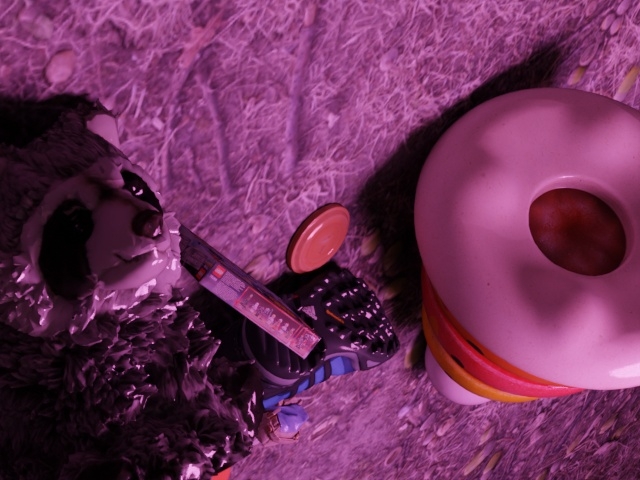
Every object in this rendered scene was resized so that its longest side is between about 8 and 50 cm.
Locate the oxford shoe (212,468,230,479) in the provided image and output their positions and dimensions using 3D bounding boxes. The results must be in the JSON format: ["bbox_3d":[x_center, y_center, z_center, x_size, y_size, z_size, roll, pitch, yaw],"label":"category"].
[{"bbox_3d":[-0.179,0.207,1.444,0.271,0.097,0.098,-15,122,-59],"label":"oxford shoe"}]

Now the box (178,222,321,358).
[{"bbox_3d":[-0.070,0.045,1.326,0.137,0.094,0.027,39,90,-33],"label":"box"}]

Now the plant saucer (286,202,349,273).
[{"bbox_3d":[0.000,0.000,1.523,0.083,0.013,0.083,-36,150,-25],"label":"plant saucer"}]

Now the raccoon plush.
[{"bbox_3d":[-0.256,0.096,1.158,0.446,0.299,0.216,-27,-179,27],"label":"raccoon plush"}]

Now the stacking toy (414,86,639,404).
[{"bbox_3d":[0.230,0.082,1.727,0.350,0.350,0.480,-36,165,-27],"label":"stacking toy"}]

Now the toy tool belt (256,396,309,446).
[{"bbox_3d":[-0.037,0.199,1.673,0.083,0.052,0.051,-12,142,-52],"label":"toy tool belt"}]

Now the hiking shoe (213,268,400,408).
[{"bbox_3d":[-0.028,0.105,1.546,0.132,0.113,0.304,-31,166,26],"label":"hiking shoe"}]
